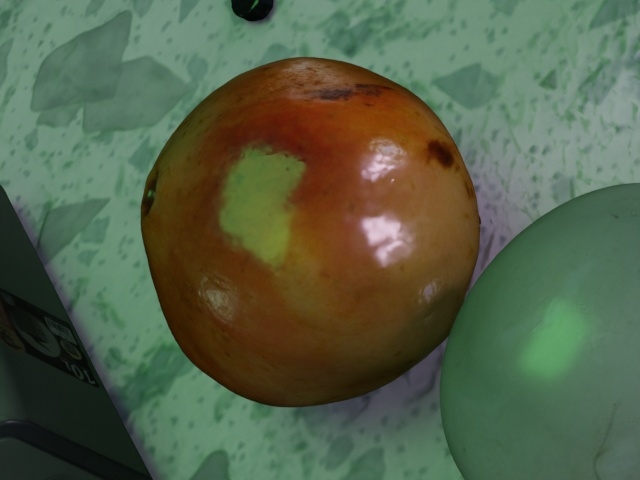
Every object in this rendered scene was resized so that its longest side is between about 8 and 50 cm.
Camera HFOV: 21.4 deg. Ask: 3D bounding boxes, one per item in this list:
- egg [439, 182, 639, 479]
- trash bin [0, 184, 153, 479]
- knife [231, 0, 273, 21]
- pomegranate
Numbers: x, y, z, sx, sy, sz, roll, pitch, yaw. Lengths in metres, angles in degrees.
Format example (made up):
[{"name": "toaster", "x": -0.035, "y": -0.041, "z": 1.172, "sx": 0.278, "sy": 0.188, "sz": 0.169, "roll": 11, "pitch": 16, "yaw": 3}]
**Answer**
[{"name": "egg", "x": 0.144, "y": 0.059, "z": 0.868, "sx": 0.149, "sy": 0.149, "sz": 0.192, "roll": 29, "pitch": 78, "yaw": 45}, {"name": "trash bin", "x": -0.285, "y": 0.103, "z": 1.192, "sx": 0.223, "sy": 0.158, "sz": 0.343, "roll": -43, "pitch": 46, "yaw": 13}, {"name": "knife", "x": -0.057, "y": -0.210, "z": 1.273, "sx": 0.031, "sy": 0.018, "sz": 0.121, "roll": -35, "pitch": 48, "yaw": 29}, {"name": "pomegranate", "x": -0.006, "y": -0.001, "z": 0.994, "sx": 0.209, "sy": 0.209, "sz": 0.209, "roll": -19, "pitch": 56, "yaw": 31}]
